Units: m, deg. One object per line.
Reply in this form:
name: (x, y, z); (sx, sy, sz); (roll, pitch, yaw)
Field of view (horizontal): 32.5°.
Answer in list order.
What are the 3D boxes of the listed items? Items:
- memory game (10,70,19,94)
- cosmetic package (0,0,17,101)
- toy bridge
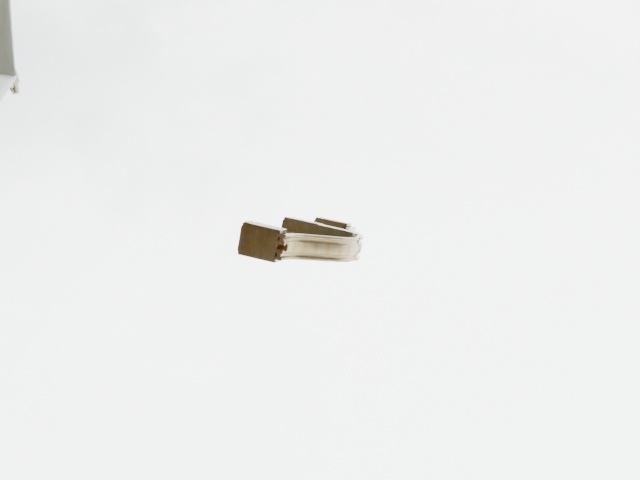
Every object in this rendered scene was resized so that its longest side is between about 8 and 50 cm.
memory game: (-0.420, -0.274, 1.400); (0.012, 0.186, 0.186); (-18, -122, -6)
cosmetic package: (-0.374, -0.258, 0.942); (0.217, 0.156, 0.384); (-40, -125, 46)
toy bridge: (0.000, 0.000, 0.850); (0.063, 0.188, 0.026); (13, -84, 17)
